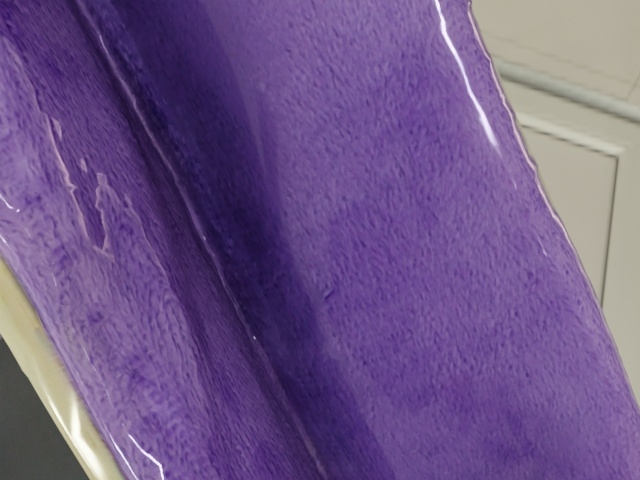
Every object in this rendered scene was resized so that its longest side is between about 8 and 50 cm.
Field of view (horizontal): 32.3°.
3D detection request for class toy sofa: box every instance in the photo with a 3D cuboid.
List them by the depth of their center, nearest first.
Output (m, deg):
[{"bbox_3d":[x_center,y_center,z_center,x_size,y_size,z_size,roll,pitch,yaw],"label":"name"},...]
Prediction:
[{"bbox_3d":[0.000,0.000,0.366,0.150,0.177,0.363,-21,107,16],"label":"toy sofa"}]

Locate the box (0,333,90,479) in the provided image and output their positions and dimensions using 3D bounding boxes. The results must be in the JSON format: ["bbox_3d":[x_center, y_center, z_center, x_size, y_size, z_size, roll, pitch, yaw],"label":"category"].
[{"bbox_3d":[-0.198,0.073,0.759,0.294,0.296,0.183,-8,126,39],"label":"box"}]
